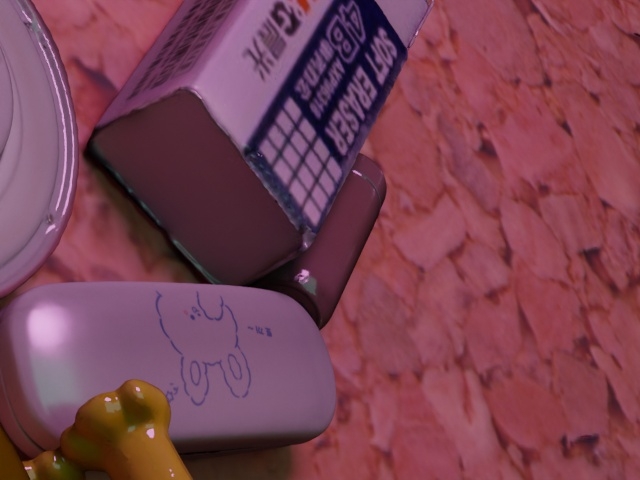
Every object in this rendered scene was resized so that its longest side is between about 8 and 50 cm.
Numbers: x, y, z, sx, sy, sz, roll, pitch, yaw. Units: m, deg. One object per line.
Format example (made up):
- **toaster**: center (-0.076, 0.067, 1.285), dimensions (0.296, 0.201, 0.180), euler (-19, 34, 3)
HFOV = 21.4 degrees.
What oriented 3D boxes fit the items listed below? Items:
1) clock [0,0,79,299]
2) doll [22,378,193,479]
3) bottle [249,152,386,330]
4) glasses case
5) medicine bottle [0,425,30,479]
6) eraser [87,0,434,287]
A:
- **clock**: center (-0.213, -0.077, 0.814), dimensions (0.244, 0.056, 0.244), euler (31, 46, -37)
- **doll**: center (-0.037, 0.235, 0.707), dimensions (0.363, 0.199, 0.145), euler (58, 13, 30)
- **bottle**: center (0.000, 0.000, 1.036), dimensions (0.053, 0.053, 0.140), euler (50, 38, -18)
- **glasses case**: center (-0.076, 0.069, 0.889), dimensions (0.233, 0.059, 0.092), euler (5, 66, -49)
- **medicine bottle**: center (-0.241, 0.193, 0.464), dimensions (0.224, 0.224, 0.384), euler (47, 39, -22)
- **eraser**: center (-0.026, -0.108, 1.045), dimensions (0.130, 0.086, 0.287), euler (51, 37, -19)
